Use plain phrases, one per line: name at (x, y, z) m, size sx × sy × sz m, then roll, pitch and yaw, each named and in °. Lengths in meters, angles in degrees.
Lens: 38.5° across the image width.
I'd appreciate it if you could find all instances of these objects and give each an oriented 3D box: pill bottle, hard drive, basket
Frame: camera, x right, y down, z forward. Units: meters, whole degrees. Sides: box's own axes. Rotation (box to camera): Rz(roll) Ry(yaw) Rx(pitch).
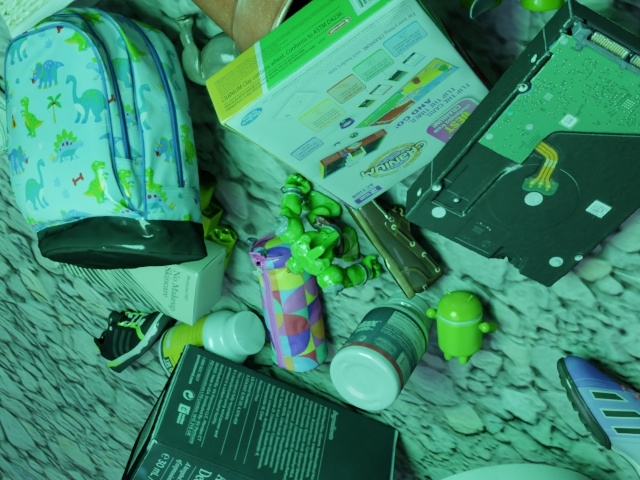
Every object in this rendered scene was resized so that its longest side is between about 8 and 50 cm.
pill bottle at (0.098, 0.157, 1.355) m, size 0.108 × 0.180 × 0.108 m, roll 14°, pitch 125°, yaw 22°
hard drive at (0.288, -0.101, 1.110) m, size 0.237 × 0.064 × 0.339 m, roll 24°, pitch 133°, yaw -15°
basket at (-0.395, -0.377, 1.347) m, size 0.167 × 0.113 × 0.103 m, roll -24°, pitch 103°, yaw 38°
pill bottle at (-0.186, 0.178, 1.582) m, size 0.184 × 0.103 × 0.103 m, roll -21°, pitch 107°, yaw 38°

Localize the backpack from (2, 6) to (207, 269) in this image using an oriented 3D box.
backpack at (-0.310, -0.150, 1.304) m, size 0.290 × 0.273 × 0.355 m, roll -2°, pitch 77°, yaw 39°

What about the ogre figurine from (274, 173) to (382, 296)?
ogre figurine at (0.000, 0.000, 1.354) m, size 0.097 × 0.118 × 0.197 m, roll -12°, pitch 111°, yaw 34°

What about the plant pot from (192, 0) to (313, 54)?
plant pot at (-0.070, -0.359, 1.091) m, size 0.265 × 0.272 × 0.272 m, roll 40°, pitch 131°, yaw 12°

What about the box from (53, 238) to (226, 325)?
box at (-0.295, 0.027, 1.483) m, size 0.275 × 0.094 × 0.113 m, roll 20°, pitch 124°, yaw 17°

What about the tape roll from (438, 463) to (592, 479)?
tape roll at (0.270, 0.487, 1.414) m, size 0.392 × 0.072 × 0.392 m, roll -3°, pitch 131°, yaw -4°

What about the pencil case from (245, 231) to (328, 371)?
pencil case at (-0.052, 0.098, 1.460) m, size 0.104 × 0.104 × 0.236 m, roll 3°, pitch 121°, yaw 28°

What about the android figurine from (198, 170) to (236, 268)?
android figurine at (-0.260, -0.024, 1.529) m, size 0.248 × 0.056 × 0.273 m, roll 30°, pitch 129°, yaw 10°

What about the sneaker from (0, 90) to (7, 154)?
sneaker at (-0.594, -0.233, 1.549) m, size 0.232 × 0.115 × 0.090 m, roll 39°, pitch 130°, yaw 3°

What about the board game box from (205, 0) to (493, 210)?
board game box at (0.055, -0.166, 1.066) m, size 0.242 × 0.316 × 0.064 m, roll -33°, pitch 61°, yaw 16°

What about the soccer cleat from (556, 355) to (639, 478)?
soccer cleat at (0.460, 0.266, 1.282) m, size 0.116 × 0.108 × 0.318 m, roll -41°, pitch 93°, yaw 20°

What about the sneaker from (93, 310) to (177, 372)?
sneaker at (-0.354, 0.169, 1.686) m, size 0.097 × 0.084 × 0.235 m, roll 49°, pitch 130°, yaw -4°

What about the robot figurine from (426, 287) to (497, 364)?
robot figurine at (0.205, 0.124, 1.347) m, size 0.101 × 0.067 × 0.115 m, roll 14°, pitch 125°, yaw 32°

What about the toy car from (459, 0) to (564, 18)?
toy car at (0.190, -0.314, 1.000) m, size 0.149 × 0.188 × 0.155 m, roll 8°, pitch 122°, yaw 25°

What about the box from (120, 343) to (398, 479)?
box at (-0.116, 0.401, 1.543) m, size 0.396 × 0.212 × 0.293 m, roll 23°, pitch 130°, yaw -9°

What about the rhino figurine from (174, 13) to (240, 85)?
rhino figurine at (-0.098, -0.272, 1.269) m, size 0.243 × 0.073 × 0.106 m, roll -1°, pitch 114°, yaw 29°

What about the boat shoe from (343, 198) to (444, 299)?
boat shoe at (0.101, -0.014, 1.327) m, size 0.073 × 0.073 × 0.207 m, roll -35°, pitch 104°, yaw 2°
